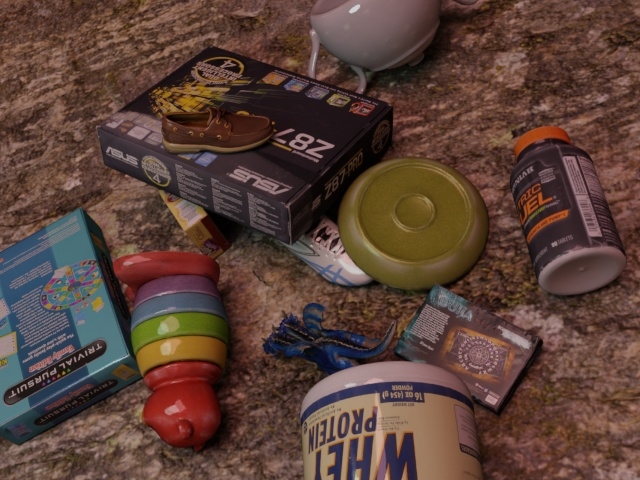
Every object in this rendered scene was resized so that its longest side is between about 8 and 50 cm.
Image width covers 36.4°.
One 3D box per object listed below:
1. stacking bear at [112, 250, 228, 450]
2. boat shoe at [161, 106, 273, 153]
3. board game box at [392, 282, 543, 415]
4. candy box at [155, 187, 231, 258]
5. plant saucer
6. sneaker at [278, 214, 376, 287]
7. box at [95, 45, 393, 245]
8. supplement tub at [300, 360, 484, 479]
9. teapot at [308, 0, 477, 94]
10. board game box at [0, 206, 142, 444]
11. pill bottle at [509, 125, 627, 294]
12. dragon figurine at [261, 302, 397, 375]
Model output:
[{"bbox_3d":[-0.221,0.178,1.510,0.164,0.175,0.289,-8,66,-2],"label":"stacking bear"},{"bbox_3d":[-0.163,-0.177,1.529,0.178,0.060,0.064,-4,43,-3],"label":"boat shoe"},{"bbox_3d":[0.214,0.156,1.429,0.186,0.026,0.126,29,81,31],"label":"board game box"},{"bbox_3d":[-0.234,-0.062,1.683,0.053,0.109,0.186,-37,55,-5],"label":"candy box"},{"bbox_3d":[0.147,-0.038,1.533,0.241,0.037,0.241,-1,63,2],"label":"plant saucer"},{"bbox_3d":[0.000,0.000,1.576,0.237,0.086,0.085,31,73,31],"label":"sneaker"},{"bbox_3d":[-0.123,-0.176,1.643,0.395,0.097,0.318,23,49,25],"label":"box"},{"bbox_3d":[0.096,0.343,1.238,0.235,0.235,0.324,-12,57,13],"label":"supplement tub"},{"bbox_3d":[0.114,-0.383,1.716,0.256,0.187,0.252,-16,31,42],"label":"teapot"},{"bbox_3d":[-0.461,0.139,1.662,0.254,0.079,0.336,-29,55,2],"label":"board game box"},{"bbox_3d":[0.358,-0.052,1.449,0.130,0.130,0.245,-16,55,11],"label":"pill bottle"},{"bbox_3d":[0.003,0.148,1.415,0.144,0.289,0.085,30,72,-8],"label":"dragon figurine"}]
